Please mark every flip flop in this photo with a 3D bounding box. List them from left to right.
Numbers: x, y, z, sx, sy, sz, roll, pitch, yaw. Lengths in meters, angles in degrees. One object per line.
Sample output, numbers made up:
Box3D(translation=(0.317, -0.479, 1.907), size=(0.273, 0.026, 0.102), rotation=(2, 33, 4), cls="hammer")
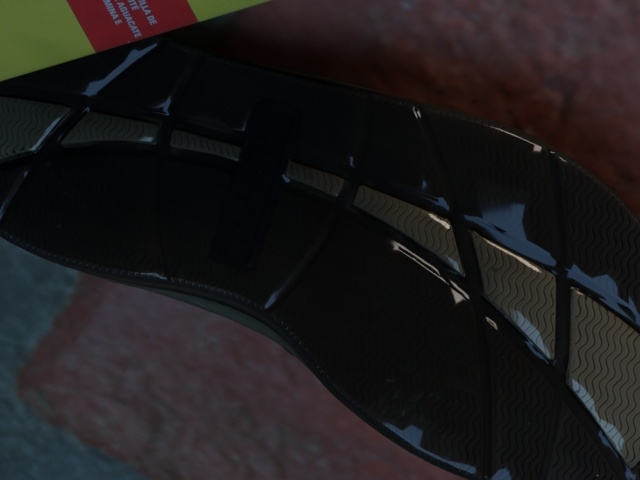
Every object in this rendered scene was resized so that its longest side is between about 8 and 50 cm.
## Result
Box3D(translation=(0.000, 0.000, 0.656), size=(0.277, 0.080, 0.112), rotation=(21, 89, 14), cls="flip flop")

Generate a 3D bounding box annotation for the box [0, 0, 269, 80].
Box3D(translation=(-0.063, -0.102, 0.596), size=(0.232, 0.087, 0.058), rotation=(-14, 120, 20), cls="box")
